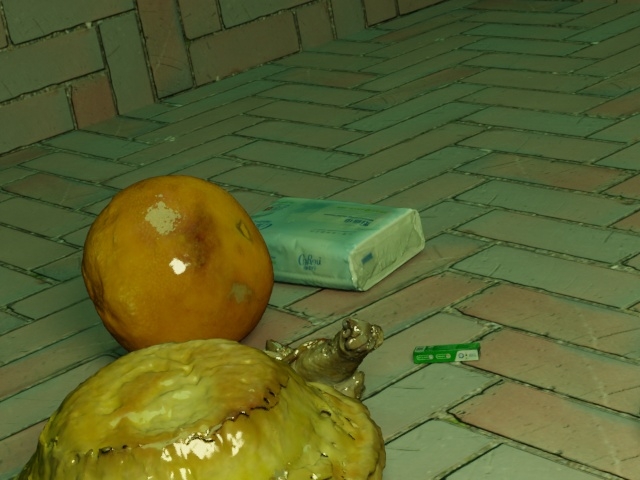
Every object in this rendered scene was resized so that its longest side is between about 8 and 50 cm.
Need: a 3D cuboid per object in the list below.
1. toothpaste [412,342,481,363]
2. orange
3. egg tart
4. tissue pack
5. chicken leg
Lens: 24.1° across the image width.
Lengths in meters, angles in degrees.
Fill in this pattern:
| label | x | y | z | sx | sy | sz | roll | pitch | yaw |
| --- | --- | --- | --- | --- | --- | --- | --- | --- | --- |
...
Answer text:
| label | x | y | z | sx | sy | sz | roll | pitch | yaw |
| --- | --- | --- | --- | --- | --- | --- | --- | --- | --- |
| toothpaste | 0.158 | 0.141 | 1.868 | 0.083 | 0.017 | 0.020 | -4 | 17 | 17 |
| orange | -0.189 | 0.038 | 1.988 | 0.261 | 0.261 | 0.261 | -10 | 19 | 3 |
| egg tart | -0.152 | 0.223 | 1.555 | 0.443 | 0.178 | 0.443 | -10 | 21 | 4 |
| tissue pack | 0.000 | 0.000 | 2.248 | 0.263 | 0.089 | 0.177 | 5 | 26 | 40 |
| chicken leg | 0.009 | 0.149 | 1.760 | 0.196 | 0.125 | 0.080 | -16 | 49 | 43 |
